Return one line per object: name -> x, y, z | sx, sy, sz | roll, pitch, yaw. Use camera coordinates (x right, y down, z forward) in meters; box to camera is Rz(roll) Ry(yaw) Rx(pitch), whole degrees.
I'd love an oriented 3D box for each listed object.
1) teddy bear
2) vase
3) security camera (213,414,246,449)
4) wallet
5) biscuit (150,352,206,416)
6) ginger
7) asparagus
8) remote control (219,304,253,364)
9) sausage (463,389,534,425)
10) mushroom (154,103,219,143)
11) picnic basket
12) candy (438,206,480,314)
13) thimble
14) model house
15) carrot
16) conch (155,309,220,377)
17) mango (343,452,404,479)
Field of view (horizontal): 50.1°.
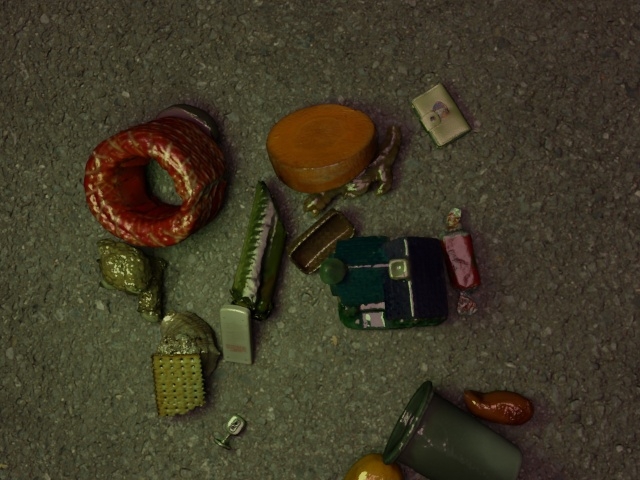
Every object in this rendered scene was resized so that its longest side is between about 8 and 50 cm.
teddy bear -> -0.521, 0.092, 1.882 | 0.156, 0.256, 0.267 | -45, 79, -2
vase -> 0.333, 0.524, 1.710 | 0.291, 0.245, 0.245 | 31, 90, 3
security camera -> -0.248, 0.526, 1.891 | 0.058, 0.058, 0.092 | 28, 81, 12
wallet -> 0.329, -0.340, 1.882 | 0.110, 0.039, 0.155 | -30, 80, 2
biscuit -> -0.381, 0.389, 1.841 | 0.144, 0.016, 0.203 | -2, 112, 1
ginger -> 0.092, -0.178, 1.890 | 0.333, 0.080, 0.166 | -24, 86, 3
asparagus -> -0.160, 0.029, 1.896 | 0.128, 0.108, 0.382 | 11, 85, 12
remote control -> -0.229, 0.257, 1.873 | 0.087, 0.029, 0.190 | 6, 122, 11
sausage -> 0.455, 0.428, 1.755 | 0.179, 0.089, 0.089 | 7, 85, 12
mushroom -> -0.371, -0.322, 1.967 | 0.188, 0.117, 0.141 | 29, 131, 8
picnic basket -> 0.000, 0.000, 1.878 | 0.193, 0.055, 0.110 | -40, 120, 5
candy -> 0.372, 0.054, 1.822 | 0.086, 0.059, 0.292 | -12, 83, 7
thimble -> -0.441, -0.163, 1.863 | 0.350, 0.230, 0.350 | 5, 109, 15
model house -> 0.164, 0.106, 1.741 | 0.312, 0.280, 0.245 | -3, 84, 11
carrot -> 0.008, -0.256, 1.863 | 0.307, 0.100, 0.258 | -6, 57, 13
conch -> -0.378, 0.301, 1.910 | 0.178, 0.163, 0.245 | -5, 63, -24
mango -> 0.132, 0.699, 1.770 | 0.177, 0.120, 0.295 | 9, 87, 3
